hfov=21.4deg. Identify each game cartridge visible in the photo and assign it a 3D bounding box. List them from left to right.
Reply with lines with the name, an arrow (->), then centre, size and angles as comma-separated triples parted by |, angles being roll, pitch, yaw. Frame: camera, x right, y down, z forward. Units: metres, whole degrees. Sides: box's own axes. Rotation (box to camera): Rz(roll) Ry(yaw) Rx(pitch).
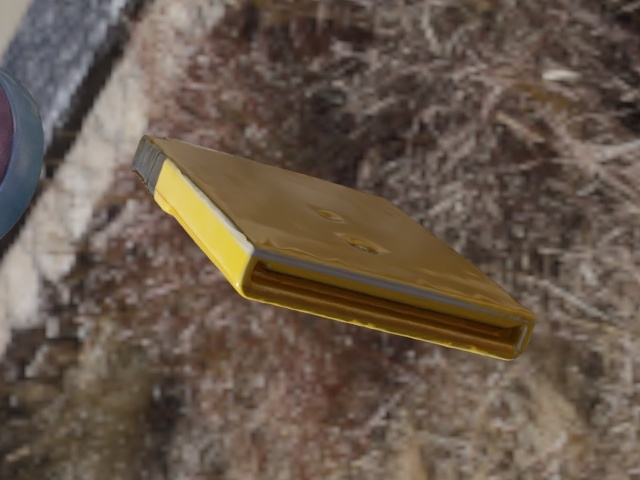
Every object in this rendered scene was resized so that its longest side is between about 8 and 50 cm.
game cartridge -> 0.000, 0.000, 1.520 | 0.323, 0.285, 0.053 | 41, 113, 60

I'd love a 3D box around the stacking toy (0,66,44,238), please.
stacking toy -> -0.320, -0.089, 1.062 | 0.309, 0.130, 0.280 | -17, 71, 18
